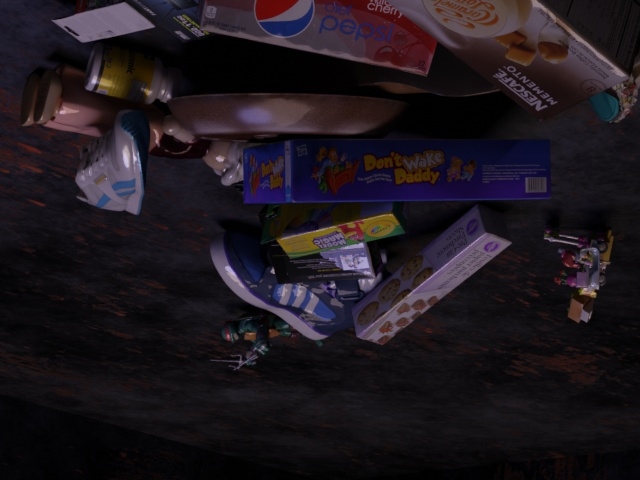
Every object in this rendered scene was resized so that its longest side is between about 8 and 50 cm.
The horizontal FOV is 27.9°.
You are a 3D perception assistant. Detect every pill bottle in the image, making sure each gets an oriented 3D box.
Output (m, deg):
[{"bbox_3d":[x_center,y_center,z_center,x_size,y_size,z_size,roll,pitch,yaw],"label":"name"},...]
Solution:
[{"bbox_3d":[-0.242,-0.213,1.670,0.116,0.065,0.065,13,158,-20],"label":"pill bottle"}]

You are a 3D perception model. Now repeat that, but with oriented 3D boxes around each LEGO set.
[{"bbox_3d":[0.411,0.041,2.116,0.107,0.132,0.287,11,166,9],"label":"LEGO set"}]

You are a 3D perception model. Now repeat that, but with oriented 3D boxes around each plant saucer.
[{"bbox_3d":[-0.041,-0.153,1.647,0.311,0.050,0.310,0,-178,0],"label":"plant saucer"}]

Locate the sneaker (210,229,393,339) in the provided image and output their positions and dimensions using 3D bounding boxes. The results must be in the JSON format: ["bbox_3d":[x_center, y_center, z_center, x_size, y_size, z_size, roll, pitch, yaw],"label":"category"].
[{"bbox_3d":[-0.004,0.039,2.234,0.236,0.130,0.323,-30,130,28],"label":"sneaker"}]

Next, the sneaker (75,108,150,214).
[{"bbox_3d":[-0.272,-0.099,1.687,0.092,0.087,0.228,8,154,-9],"label":"sneaker"}]

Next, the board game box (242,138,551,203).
[{"bbox_3d":[0.094,-0.090,1.696,0.347,0.078,0.233,-2,-178,-19],"label":"board game box"}]

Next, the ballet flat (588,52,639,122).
[{"bbox_3d":[0.354,-0.212,1.529,0.077,0.091,0.241,-32,157,4],"label":"ballet flat"}]

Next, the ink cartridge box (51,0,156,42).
[{"bbox_3d":[-0.262,-0.275,1.565,0.115,0.029,0.063,-6,157,29],"label":"ink cartridge box"}]

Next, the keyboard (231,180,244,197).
[{"bbox_3d":[-0.048,-0.086,2.015,0.180,0.023,0.108,-1,158,13],"label":"keyboard"}]

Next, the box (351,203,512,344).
[{"bbox_3d":[0.177,0.061,2.130,0.063,0.067,0.324,20,134,-36],"label":"box"}]

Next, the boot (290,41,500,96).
[{"bbox_3d":[0.126,-0.221,1.553,0.305,0.112,0.115,0,178,24],"label":"boot"}]

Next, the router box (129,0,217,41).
[{"bbox_3d":[-0.157,-0.283,1.507,0.092,0.038,0.122,-8,156,32],"label":"router box"}]

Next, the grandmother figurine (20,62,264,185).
[{"bbox_3d":[-0.229,-0.155,1.787,0.342,0.104,0.208,14,-177,-30],"label":"grandmother figurine"}]

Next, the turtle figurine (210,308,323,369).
[{"bbox_3d":[-0.114,0.194,2.628,0.234,0.118,0.175,-9,175,-5],"label":"turtle figurine"}]

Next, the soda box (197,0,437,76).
[{"bbox_3d":[0.001,-0.260,1.423,0.263,0.083,0.092,10,115,-12],"label":"soda box"}]

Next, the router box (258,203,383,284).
[{"bbox_3d":[0.000,0.000,2.093,0.179,0.046,0.133,-4,115,23],"label":"router box"}]

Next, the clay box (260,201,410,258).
[{"bbox_3d":[0.024,-0.049,1.910,0.222,0.127,0.053,-13,134,27],"label":"clay box"}]

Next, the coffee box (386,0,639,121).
[{"bbox_3d":[0.201,-0.249,1.346,0.246,0.098,0.141,34,149,-22],"label":"coffee box"}]
